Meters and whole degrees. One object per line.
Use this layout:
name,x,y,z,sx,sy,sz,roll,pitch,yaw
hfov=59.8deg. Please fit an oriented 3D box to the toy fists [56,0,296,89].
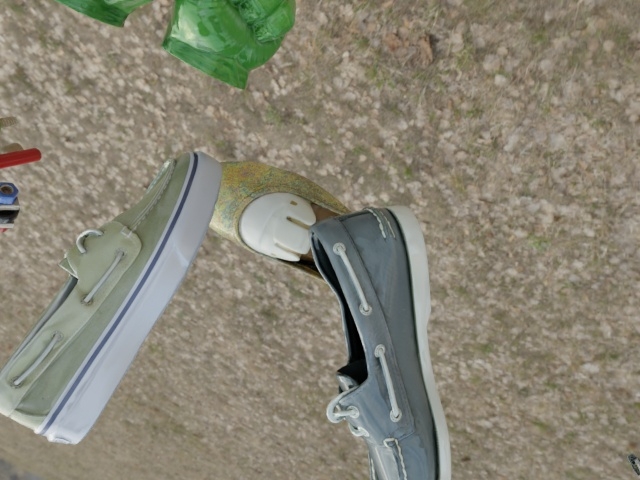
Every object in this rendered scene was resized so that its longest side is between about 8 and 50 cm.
toy fists,-0.147,-0.264,0.552,0.279,0.096,0.142,18,111,-35

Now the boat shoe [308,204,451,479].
boat shoe,0.045,0.128,0.510,0.099,0.319,0.116,-3,177,-19

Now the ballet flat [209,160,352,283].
ballet flat,0.000,0.000,0.720,0.349,0.123,0.123,25,144,-21

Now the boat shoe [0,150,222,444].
boat shoe,-0.192,0.035,0.516,0.094,0.302,0.109,33,163,-26

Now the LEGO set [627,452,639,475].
LEGO set,0.182,0.133,0.275,0.083,0.054,0.023,19,101,-12

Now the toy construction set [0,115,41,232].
toy construction set,-0.670,-0.107,0.955,0.309,0.237,0.257,-12,101,35
